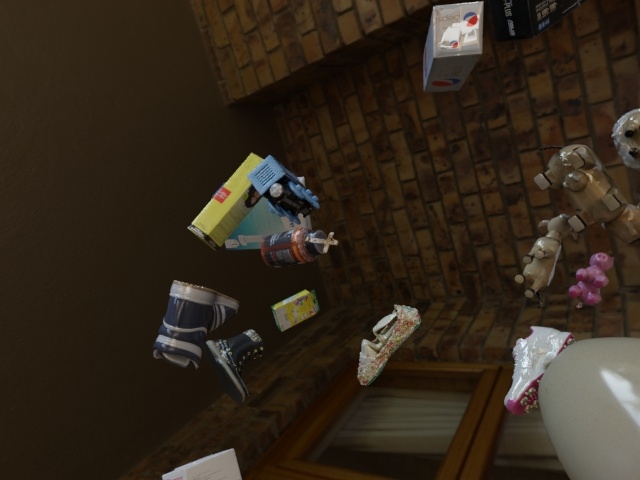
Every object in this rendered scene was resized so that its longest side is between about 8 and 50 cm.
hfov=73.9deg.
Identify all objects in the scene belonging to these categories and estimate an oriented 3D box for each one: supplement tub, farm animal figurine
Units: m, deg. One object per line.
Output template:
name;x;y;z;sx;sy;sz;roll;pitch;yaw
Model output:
supplement tub;-0.076;0.021;1.266;0.106;0.198;0.105;19;-114;-51
farm animal figurine;0.534;-0.048;0.836;0.172;0.330;0.326;-18;-92;-44

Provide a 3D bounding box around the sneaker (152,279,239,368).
sneaker;-0.251;0.178;0.876;0.282;0.099;0.153;75;-153;-75

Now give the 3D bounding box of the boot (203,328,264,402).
boot;-0.243;0.384;1.347;0.179;0.236;0.085;-12;-48;-40

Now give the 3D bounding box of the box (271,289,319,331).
box;-0.093;0.266;1.653;0.179;0.043;0.105;-23;-67;-22

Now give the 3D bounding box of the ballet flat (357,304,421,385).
ballet flat;0.151;0.253;1.061;0.077;0.241;0.091;34;-170;-13

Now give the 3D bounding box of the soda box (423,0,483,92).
soda box;0.208;-0.303;0.691;0.216;0.069;0.073;-31;-60;-78

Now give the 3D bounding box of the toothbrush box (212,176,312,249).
toothbrush box;-0.192;-0.091;1.474;0.126;0.296;0.216;-75;-21;-59

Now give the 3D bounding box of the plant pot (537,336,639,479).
plant pot;0.447;0.254;0.628;0.284;0.191;0.283;-12;-62;-23

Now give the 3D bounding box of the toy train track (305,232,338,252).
toy train track;0.000;0.000;0.910;0.014;0.083;0.048;41;-118;-48

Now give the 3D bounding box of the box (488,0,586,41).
box;0.375;-0.452;0.724;0.180;0.078;0.147;-36;-58;-17

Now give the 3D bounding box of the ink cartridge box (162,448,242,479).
ink cartridge box;-0.330;0.763;1.242;0.168;0.171;0.232;-1;-117;-44

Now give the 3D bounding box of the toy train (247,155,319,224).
toy train;-0.068;-0.098;0.863;0.105;0.080;0.184;54;-169;16

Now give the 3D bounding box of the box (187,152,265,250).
box;-0.203;-0.090;1.002;0.232;0.058;0.087;-52;-20;-11

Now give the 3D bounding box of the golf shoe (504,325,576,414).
golf shoe;0.616;0.374;1.249;0.306;0.140;0.115;-39;-56;-21
